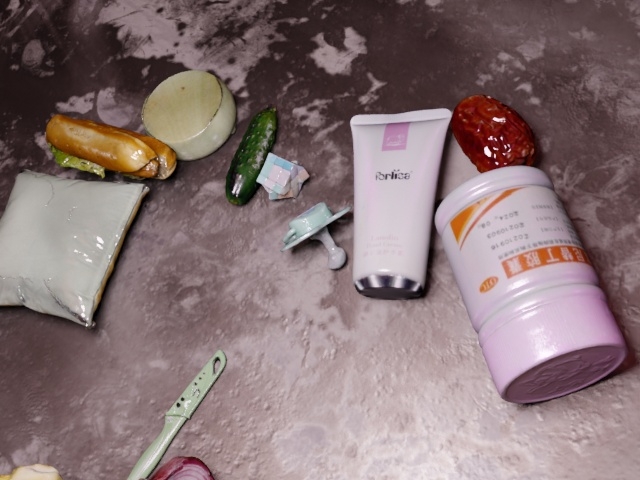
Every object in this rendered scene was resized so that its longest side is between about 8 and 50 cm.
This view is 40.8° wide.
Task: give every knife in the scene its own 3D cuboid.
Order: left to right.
[{"bbox_3d":[-0.250,0.308,1.454,0.043,0.020,0.293,28,73,28],"label":"knife"}]

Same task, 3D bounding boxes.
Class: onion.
[{"bbox_3d":[-0.247,0.438,1.344,0.206,0.151,0.098,-49,27,-24],"label":"onion"}]

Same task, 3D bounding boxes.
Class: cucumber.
[{"bbox_3d":[-0.128,-0.168,1.643,0.069,0.069,0.227,8,62,20],"label":"cucumber"}]

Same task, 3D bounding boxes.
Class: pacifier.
[{"bbox_3d":[0.000,0.000,1.511,0.150,0.127,0.116,-36,97,-35],"label":"pacifier"}]

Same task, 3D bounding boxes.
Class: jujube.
[{"bbox_3d":[0.300,-0.184,1.504,0.112,0.109,0.176,-9,51,-29],"label":"jujube"}]

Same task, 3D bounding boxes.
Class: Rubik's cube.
[{"bbox_3d":[-0.070,-0.115,1.596,0.075,0.073,0.084,45,106,23],"label":"Rubik's cube"}]

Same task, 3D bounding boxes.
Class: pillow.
[{"bbox_3d":[-0.502,0.006,1.624,0.312,0.119,0.310,7,66,21],"label":"pillow"}]

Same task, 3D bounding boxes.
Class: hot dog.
[{"bbox_3d":[-0.423,-0.175,1.681,0.337,0.135,0.100,18,99,36],"label":"hot dog"}]

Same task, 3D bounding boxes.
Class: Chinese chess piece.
[{"bbox_3d":[-0.260,-0.249,1.713,0.188,0.083,0.188,-8,62,15],"label":"Chinese chess piece"}]

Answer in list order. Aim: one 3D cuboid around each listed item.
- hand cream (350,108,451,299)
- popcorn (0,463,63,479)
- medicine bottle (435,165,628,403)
[{"bbox_3d":[0.128,-0.072,1.481,0.185,0.118,0.359,-3,64,19],"label":"hand cream"},{"bbox_3d":[-0.494,0.509,1.233,0.390,0.354,0.344,-10,80,9],"label":"popcorn"},{"bbox_3d":[0.315,0.065,1.316,0.202,0.202,0.316,-20,60,5],"label":"medicine bottle"}]
